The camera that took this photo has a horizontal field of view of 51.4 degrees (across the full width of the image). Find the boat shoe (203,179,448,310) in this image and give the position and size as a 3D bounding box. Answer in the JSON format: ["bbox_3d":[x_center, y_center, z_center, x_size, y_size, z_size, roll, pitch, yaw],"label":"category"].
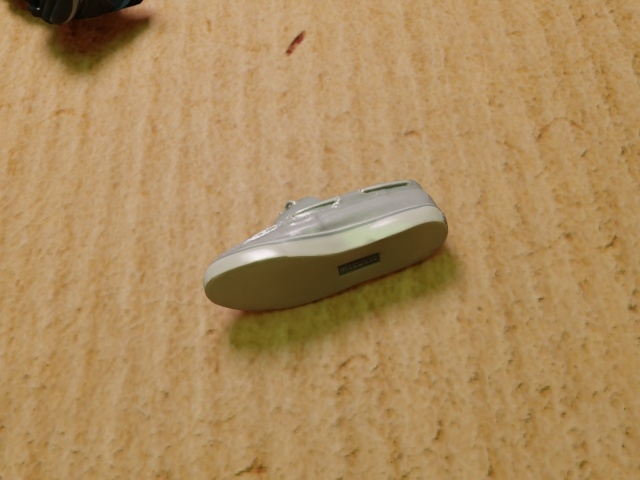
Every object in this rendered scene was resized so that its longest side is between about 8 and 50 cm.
[{"bbox_3d":[0.000,-0.001,0.616,0.227,0.079,0.081,-16,50,-7],"label":"boat shoe"}]

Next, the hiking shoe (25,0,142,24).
[{"bbox_3d":[-0.338,-0.358,0.860,0.132,0.113,0.304,-15,47,-37],"label":"hiking shoe"}]
